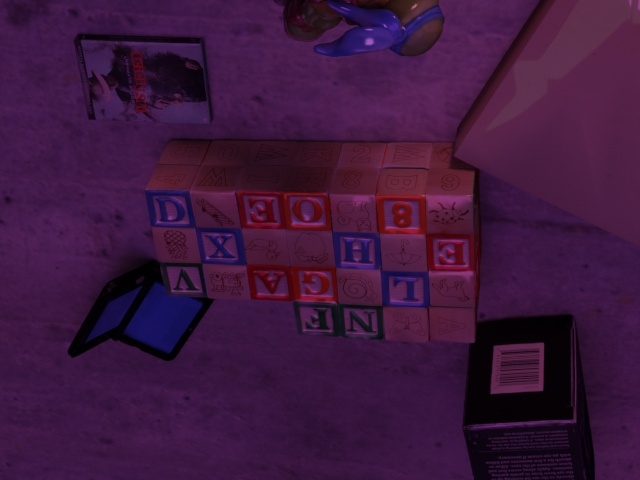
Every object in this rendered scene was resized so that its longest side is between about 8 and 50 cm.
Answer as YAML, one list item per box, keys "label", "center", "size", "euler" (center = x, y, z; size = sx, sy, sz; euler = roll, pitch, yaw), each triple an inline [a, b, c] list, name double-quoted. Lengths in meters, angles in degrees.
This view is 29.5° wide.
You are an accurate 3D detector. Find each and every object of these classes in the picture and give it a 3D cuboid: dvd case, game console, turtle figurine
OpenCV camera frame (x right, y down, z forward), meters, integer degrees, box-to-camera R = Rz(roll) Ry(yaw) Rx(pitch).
- label: "dvd case"
  center: [-0.161, -0.147, 1.113]
  size: [0.119, 0.013, 0.087]
  euler: [5, 128, 9]
- label: "game console"
  center: [-0.187, 0.087, 1.264]
  size: [0.071, 0.107, 0.122]
  euler: [45, 127, 13]
- label: "turtle figurine"
  center: [0.015, -0.260, 0.937]
  size: [0.266, 0.275, 0.198]
  euler: [48, 147, 0]

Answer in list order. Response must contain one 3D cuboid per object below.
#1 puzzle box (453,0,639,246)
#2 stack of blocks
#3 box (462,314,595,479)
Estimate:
- label: "puzzle box"
  center: [0.354, -0.093, 1.024]
  size: [0.409, 0.052, 0.272]
  euler: [25, 127, -8]
- label: "stack of blocks"
  center: [0.000, 0.000, 1.145]
  size: [0.297, 0.087, 0.171]
  euler: [2, 127, 10]
- label: "box"
  center: [0.213, 0.203, 1.216]
  size: [0.108, 0.153, 0.207]
  euler: [-6, 127, 15]
